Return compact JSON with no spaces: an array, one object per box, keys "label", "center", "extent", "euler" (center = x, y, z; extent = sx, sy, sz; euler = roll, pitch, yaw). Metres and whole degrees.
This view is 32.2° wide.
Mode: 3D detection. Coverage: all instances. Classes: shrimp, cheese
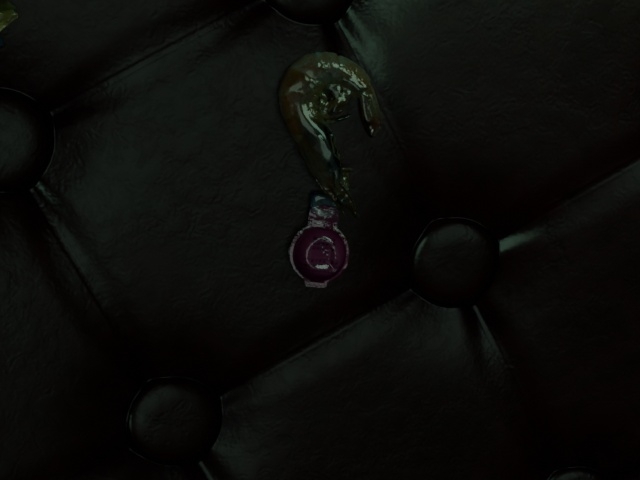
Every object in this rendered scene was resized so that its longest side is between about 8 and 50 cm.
[{"label":"shrimp","center":[0.029,-0.156,1.624],"extent":[0.143,0.052,0.251],"euler":[-22,107,-9]},{"label":"cheese","center":[0.000,0.000,1.665],"extent":[0.095,0.038,0.145],"euler":[5,97,-15]}]

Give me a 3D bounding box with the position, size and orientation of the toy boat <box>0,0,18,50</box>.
[{"label":"toy boat","center":[-0.474,-0.256,1.485],"extent":[0.172,0.065,0.066],"euler":[-42,128,4]}]
